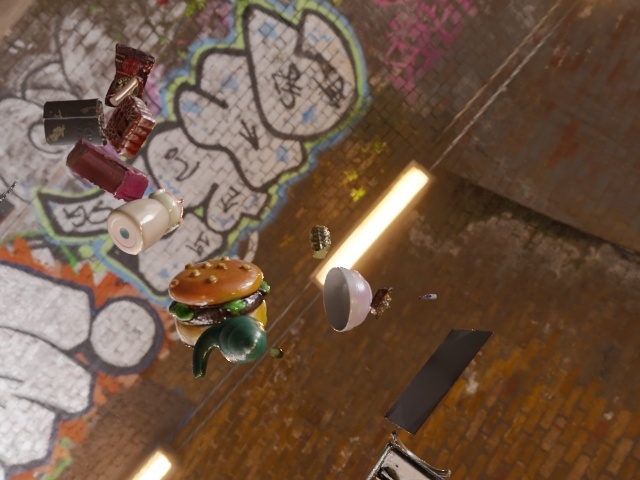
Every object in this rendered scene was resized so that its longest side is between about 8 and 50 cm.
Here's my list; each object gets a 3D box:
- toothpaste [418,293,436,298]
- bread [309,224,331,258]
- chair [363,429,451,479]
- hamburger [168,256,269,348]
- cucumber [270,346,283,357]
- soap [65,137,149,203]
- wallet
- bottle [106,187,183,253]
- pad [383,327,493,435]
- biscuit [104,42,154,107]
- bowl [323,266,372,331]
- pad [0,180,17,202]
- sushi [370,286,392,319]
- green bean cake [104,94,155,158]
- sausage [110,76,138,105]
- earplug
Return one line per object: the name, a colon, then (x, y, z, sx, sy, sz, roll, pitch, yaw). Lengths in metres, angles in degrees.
toothpaste: (0.309, 0.162, 1.650, 0.024, 0.083, 0.015, -25, -107, 36)
bread: (0.000, 0.000, 1.836, 0.066, 0.060, 0.110, -19, -125, 13)
chair: (0.217, 0.613, 1.472, 0.272, 0.188, 0.166, -39, 154, -46)
hamburger: (-0.393, 0.217, 2.252, 0.395, 0.278, 0.396, -5, -163, 2)
cucumber: (-0.194, 0.514, 2.607, 0.048, 0.048, 0.105, -53, 160, -9)
soap: (-0.667, -0.219, 1.776, 0.112, 0.289, 0.182, -58, 162, -3)
wallet: (-0.921, -0.435, 2.132, 0.321, 0.170, 0.044, 5, -165, 29)
bottle: (-0.514, -0.071, 1.746, 0.147, 0.147, 0.236, -32, -173, 39)
pad: (0.342, 0.402, 1.694, 0.367, 0.007, 0.247, -49, -173, -14)
biscuit: (-0.716, -0.606, 2.166, 0.063, 0.151, 0.235, -134, -122, -69)
bowl: (0.131, 0.256, 2.554, 0.287, 0.143, 0.287, 178, -90, -66)
pad: (-0.958, -0.030, 1.577, 0.269, 0.012, 0.270, -20, -141, 40)
sushi: (0.207, 0.209, 1.933, 0.060, 0.061, 0.118, 26, -77, 33)
green bean cake: (-0.499, -0.298, 1.492, 0.136, 0.056, 0.135, -52, -130, 15)
sausage: (-0.540, -0.413, 1.585, 0.026, 0.026, 0.116, -28, -152, 44)
earplug: (-0.305, 0.353, 1.943, 0.257, 0.164, 0.280, -21, -175, -30)
